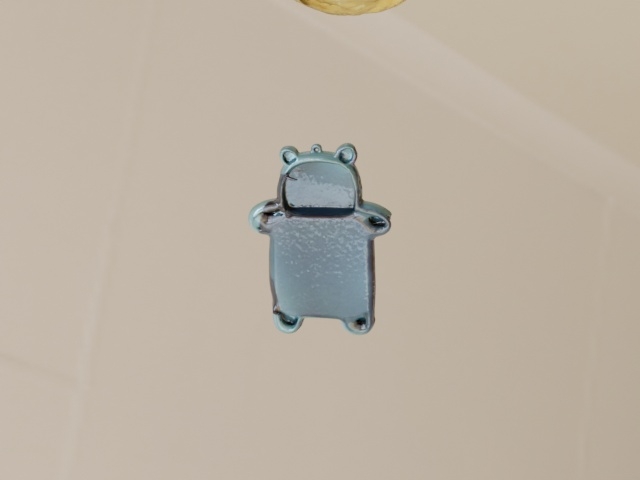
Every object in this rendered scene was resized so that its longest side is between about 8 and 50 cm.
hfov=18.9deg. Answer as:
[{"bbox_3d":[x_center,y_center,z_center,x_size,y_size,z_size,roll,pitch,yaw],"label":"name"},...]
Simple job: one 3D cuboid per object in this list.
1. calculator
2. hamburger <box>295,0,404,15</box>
[{"bbox_3d":[0.000,0.000,1.262,0.019,0.094,0.141,-78,-13,-61],"label":"calculator"},{"bbox_3d":[0.023,-0.174,0.919,0.147,0.138,0.083,20,-130,-50],"label":"hamburger"}]
